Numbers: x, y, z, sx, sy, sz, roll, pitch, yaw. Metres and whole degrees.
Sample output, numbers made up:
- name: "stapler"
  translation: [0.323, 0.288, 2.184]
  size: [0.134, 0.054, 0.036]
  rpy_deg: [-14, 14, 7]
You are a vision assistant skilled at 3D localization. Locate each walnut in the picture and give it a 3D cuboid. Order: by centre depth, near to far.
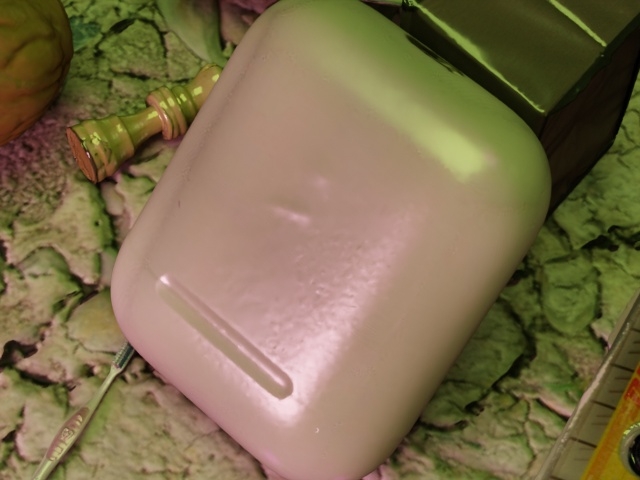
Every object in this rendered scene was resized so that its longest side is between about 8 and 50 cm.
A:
- name: "walnut"
  translation: [-0.330, -0.171, 1.440]
  size: [0.228, 0.228, 0.228]
  rpy_deg: [0, 60, 1]

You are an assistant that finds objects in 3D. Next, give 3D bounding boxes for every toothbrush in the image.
- name: "toothbrush"
  translation: [-0.211, 0.167, 1.349]
  size: [0.017, 0.022, 0.204]
  rpy_deg: [25, 66, 17]

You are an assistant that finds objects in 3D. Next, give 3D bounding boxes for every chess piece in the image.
- name: "chess piece"
  translation: [-0.145, -0.115, 1.491]
  size: [0.172, 0.060, 0.060]
  rpy_deg: [-28, 63, -17]

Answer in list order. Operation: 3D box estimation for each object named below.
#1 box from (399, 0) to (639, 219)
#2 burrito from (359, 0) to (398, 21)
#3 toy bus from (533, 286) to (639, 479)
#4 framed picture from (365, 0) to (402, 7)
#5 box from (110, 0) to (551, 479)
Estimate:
- name: "box"
  translation: [0.169, -0.136, 1.381]
  size: [0.153, 0.252, 0.188]
  rpy_deg: [38, 64, 17]
- name: "burrito"
  translation: [0.042, -0.311, 1.574]
  size: [0.175, 0.107, 0.348]
  rpy_deg: [9, 57, 24]
- name: "toy bus"
  translation: [0.268, 0.133, 1.324]
  size: [0.106, 0.092, 0.268]
  rpy_deg: [23, 63, 24]
- name: "framed picture"
  translation: [0.003, -0.314, 1.512]
  size: [0.274, 0.017, 0.217]
  rpy_deg: [12, 58, 19]
- name: "box"
  translation: [0.001, 0.000, 1.291]
  size: [0.288, 0.141, 0.349]
  rpy_deg: [38, 110, 19]
